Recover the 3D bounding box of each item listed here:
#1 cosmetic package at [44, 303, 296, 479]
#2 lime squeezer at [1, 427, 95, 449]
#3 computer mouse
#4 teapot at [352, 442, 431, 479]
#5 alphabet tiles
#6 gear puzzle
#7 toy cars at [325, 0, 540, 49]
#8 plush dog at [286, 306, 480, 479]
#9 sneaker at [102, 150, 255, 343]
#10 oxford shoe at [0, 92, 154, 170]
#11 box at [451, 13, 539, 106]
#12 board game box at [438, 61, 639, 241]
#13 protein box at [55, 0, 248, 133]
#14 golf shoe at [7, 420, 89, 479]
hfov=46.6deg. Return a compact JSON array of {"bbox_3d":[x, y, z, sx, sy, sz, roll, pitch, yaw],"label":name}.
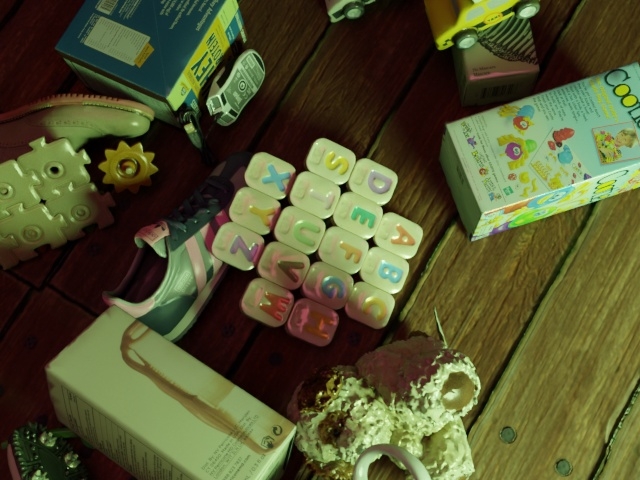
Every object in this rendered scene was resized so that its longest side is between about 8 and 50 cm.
[{"bbox_3d":[-0.192,0.234,0.952,0.296,0.153,0.129,31,52,14],"label":"cosmetic package"},{"bbox_3d":[-0.295,0.299,1.046,0.310,0.059,0.110,20,107,8],"label":"lime squeezer"},{"bbox_3d":[-0.152,-0.218,1.158,0.042,0.106,0.193,14,62,36],"label":"computer mouse"},{"bbox_3d":[0.015,0.384,0.897,0.256,0.252,0.187,-23,62,-14],"label":"teapot"},{"bbox_3d":[0.000,0.000,1.064,0.278,0.021,0.284,26,77,-9],"label":"alphabet tiles"},{"bbox_3d":[-0.408,-0.073,1.107,0.338,0.175,0.044,-23,35,-2],"label":"gear puzzle"},{"bbox_3d":[0.147,-0.389,1.096,0.393,0.087,0.177,26,94,34],"label":"toy cars"},{"bbox_3d":[0.065,0.212,0.964,0.225,0.262,0.211,-13,40,-9],"label":"plush dog"},{"bbox_3d":[-0.188,-0.009,1.060,0.112,0.131,0.319,16,73,38],"label":"sneaker"},{"bbox_3d":[-0.419,-0.144,1.145,0.348,0.123,0.130,-6,81,12],"label":"oxford shoe"},{"bbox_3d":[0.254,-0.354,1.148,0.113,0.094,0.275,-9,74,4],"label":"box"},{"bbox_3d":[0.325,-0.120,1.053,0.275,0.142,0.144,-18,74,0],"label":"board game box"},{"bbox_3d":[-0.255,-0.309,1.158,0.201,0.136,0.200,25,78,11],"label":"protein box"},{"bbox_3d":[-0.355,0.377,0.980,0.120,0.105,0.273,-32,84,17],"label":"golf shoe"}]
